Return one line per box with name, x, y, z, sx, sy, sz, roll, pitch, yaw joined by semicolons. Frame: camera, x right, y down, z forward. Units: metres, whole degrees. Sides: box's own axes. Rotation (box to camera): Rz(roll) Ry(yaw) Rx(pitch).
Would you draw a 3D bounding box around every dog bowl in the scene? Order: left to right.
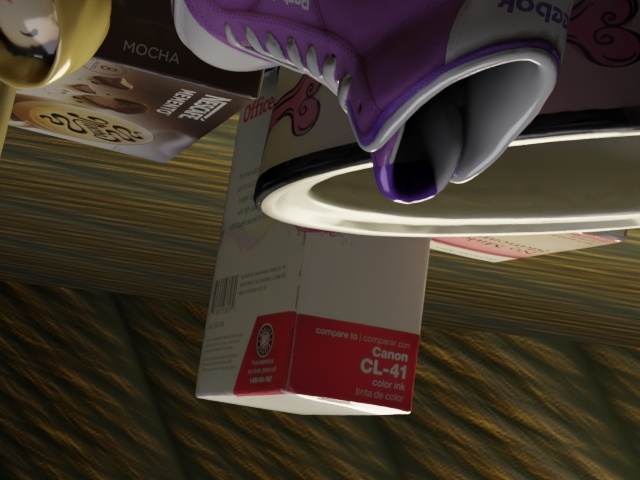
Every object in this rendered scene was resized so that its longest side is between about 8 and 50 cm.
dog bowl;0.159;-0.101;1.050;0.408;0.150;0.408;-3;172;0

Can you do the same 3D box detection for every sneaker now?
sneaker;0.009;-0.090;0.797;0.102;0.161;0.282;14;163;-31

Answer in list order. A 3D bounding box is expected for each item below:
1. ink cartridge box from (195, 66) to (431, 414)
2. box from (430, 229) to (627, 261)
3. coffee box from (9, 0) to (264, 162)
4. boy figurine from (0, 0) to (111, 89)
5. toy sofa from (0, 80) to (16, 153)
ink cartridge box;0.000;0.000;1.519;0.131;0.306;0.226;13;170;-21
box;0.163;-0.062;1.527;0.149;0.126;0.232;13;169;-21
coffee box;-0.154;-0.156;1.326;0.168;0.118;0.297;14;169;-17
boy figurine;-0.186;-0.201;0.868;0.177;0.092;0.285;9;141;24
toy sofa;-0.350;-0.138;1.049;0.177;0.150;0.362;9;174;21
